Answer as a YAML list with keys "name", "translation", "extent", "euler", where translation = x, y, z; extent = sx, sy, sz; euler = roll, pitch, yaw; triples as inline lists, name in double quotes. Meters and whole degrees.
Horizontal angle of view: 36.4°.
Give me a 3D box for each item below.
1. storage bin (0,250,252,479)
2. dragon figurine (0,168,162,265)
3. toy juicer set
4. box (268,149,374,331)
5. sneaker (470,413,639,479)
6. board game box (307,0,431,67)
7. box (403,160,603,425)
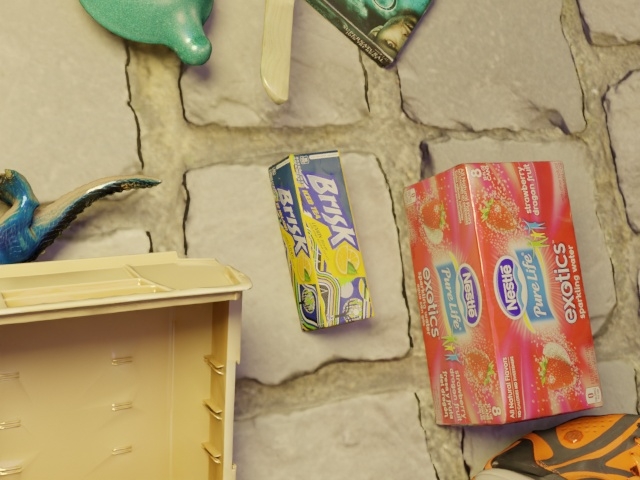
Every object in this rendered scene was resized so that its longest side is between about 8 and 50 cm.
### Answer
- name: "storage bin"
  translation: [-0.180, 0.154, 0.733]
  extent: [0.260, 0.123, 0.262]
  euler: [-5, 105, -28]
- name: "dragon figurine"
  translation: [-0.268, 0.023, 0.785]
  extent: [0.289, 0.085, 0.144]
  euler: [-9, 85, -26]
- name: "toy juicer set"
  translation: [-0.145, -0.271, 0.911]
  extent: [0.329, 0.089, 0.209]
  euler: [30, 59, -9]
- name: "box"
  translation: [0.000, 0.000, 0.949]
  extent: [0.059, 0.054, 0.169]
  euler: [-9, 84, -29]
- name: "sneaker"
  translation: [0.316, 0.256, 0.932]
  extent: [0.180, 0.321, 0.124]
  euler: [-31, 130, -37]
- name: "board game box"
  translation: [0.032, -0.290, 1.038]
  extent: [0.186, 0.026, 0.126]
  euler: [38, 65, -16]
- name: "box"
  translation: [0.183, 0.054, 0.994]
  extent: [0.128, 0.123, 0.256]
  euler: [-3, 82, -27]
